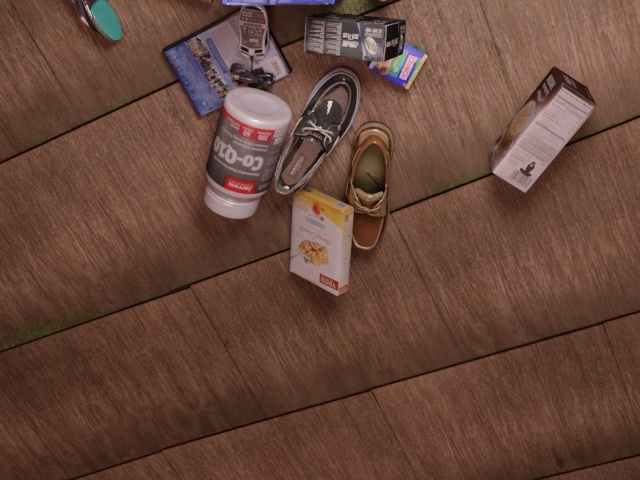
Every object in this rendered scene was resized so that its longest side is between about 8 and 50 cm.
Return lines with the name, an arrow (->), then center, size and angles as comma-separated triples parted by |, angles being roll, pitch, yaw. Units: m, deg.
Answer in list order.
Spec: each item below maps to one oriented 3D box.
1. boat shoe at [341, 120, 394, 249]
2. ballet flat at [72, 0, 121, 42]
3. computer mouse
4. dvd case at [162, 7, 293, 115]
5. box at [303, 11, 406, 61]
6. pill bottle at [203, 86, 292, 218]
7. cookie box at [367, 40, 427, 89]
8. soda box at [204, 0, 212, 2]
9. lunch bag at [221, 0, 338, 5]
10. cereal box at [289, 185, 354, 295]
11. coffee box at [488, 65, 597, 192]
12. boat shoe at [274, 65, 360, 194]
boat shoe -> 0.109, -0.119, 1.943 | 0.122, 0.120, 0.324 | 4, 119, 5
ballet flat -> -0.525, -0.535, 1.827 | 0.074, 0.074, 0.203 | -21, 120, 17
computer mouse -> -0.147, -0.444, 1.817 | 0.106, 0.042, 0.193 | 12, 125, 6
dvd case -> -0.216, -0.417, 1.875 | 0.253, 0.022, 0.180 | -22, 113, 18
box -> 0.076, -0.436, 1.729 | 0.180, 0.147, 0.077 | 11, 112, 18
pill bottle -> -0.179, -0.200, 1.904 | 0.161, 0.161, 0.283 | 19, 125, -3
cookie box -> 0.173, -0.406, 1.822 | 0.107, 0.040, 0.092 | 26, 118, -8
soda box -> -0.315, -0.582, 1.775 | 0.181, 0.058, 0.061 | 18, 120, -3
lunch bag -> -0.069, -0.530, 1.639 | 0.221, 0.293, 0.138 | 3, 119, 6
cereal box -> 0.000, 0.000, 2.014 | 0.173, 0.047, 0.240 | 26, 126, 36
coffee box -> 0.492, -0.249, 1.815 | 0.098, 0.141, 0.246 | 30, 117, -9
boat shoe -> -0.005, -0.241, 1.883 | 0.121, 0.119, 0.335 | 26, 111, -6
